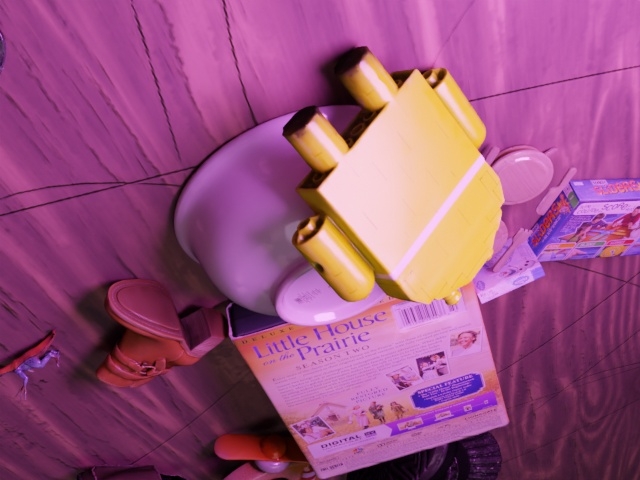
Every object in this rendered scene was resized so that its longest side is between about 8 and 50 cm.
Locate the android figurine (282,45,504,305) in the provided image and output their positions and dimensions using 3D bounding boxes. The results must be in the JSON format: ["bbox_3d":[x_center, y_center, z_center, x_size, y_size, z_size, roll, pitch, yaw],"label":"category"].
[{"bbox_3d":[0.083,-0.050,1.030,0.273,0.056,0.248,47,68,-27],"label":"android figurine"}]

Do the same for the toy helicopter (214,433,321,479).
[{"bbox_3d":[-0.022,0.348,1.684,0.355,0.140,0.235,-31,139,-3],"label":"toy helicopter"}]

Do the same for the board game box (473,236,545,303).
[{"bbox_3d":[0.239,0.036,1.367,0.090,0.090,0.020,-24,118,7],"label":"board game box"}]

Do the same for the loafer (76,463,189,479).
[{"bbox_3d":[-0.282,0.373,1.594,0.078,0.080,0.220,-43,148,15],"label":"loafer"}]

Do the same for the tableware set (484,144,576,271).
[{"bbox_3d":[0.212,-0.046,1.276,0.128,0.039,0.194,12,131,-24],"label":"tableware set"}]

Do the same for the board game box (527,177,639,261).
[{"bbox_3d":[0.388,-0.028,1.406,0.201,0.035,0.136,-3,144,-27],"label":"board game box"}]

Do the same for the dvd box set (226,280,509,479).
[{"bbox_3d":[0.082,0.177,1.419,0.307,0.062,0.420,-18,140,5],"label":"dvd box set"}]

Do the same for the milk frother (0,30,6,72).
[{"bbox_3d":[-0.313,-0.106,0.788,0.143,0.135,0.129,-27,148,10],"label":"milk frother"}]

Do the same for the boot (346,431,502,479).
[{"bbox_3d":[0.221,0.384,1.831,0.260,0.131,0.348,3,152,-22],"label":"boot"}]

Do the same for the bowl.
[{"bbox_3d":[0.000,0.000,1.132,0.297,0.134,0.298,-15,147,-10],"label":"bowl"}]

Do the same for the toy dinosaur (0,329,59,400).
[{"bbox_3d":[-0.356,0.143,1.249,0.082,0.047,0.090,-3,112,-11],"label":"toy dinosaur"}]

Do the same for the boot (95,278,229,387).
[{"bbox_3d":[-0.221,0.124,1.250,0.152,0.073,0.197,-32,144,24],"label":"boot"}]
